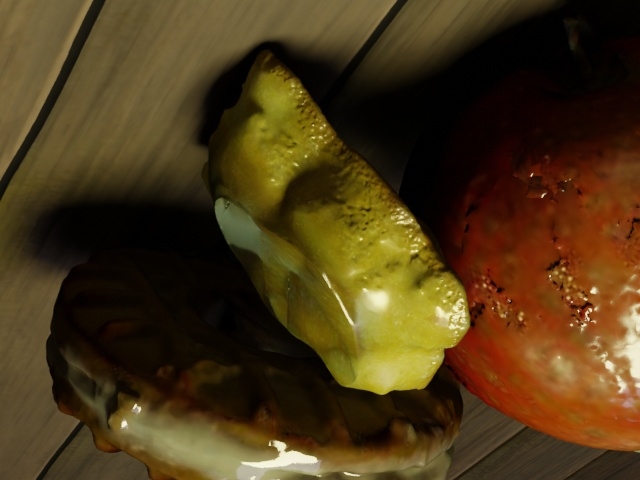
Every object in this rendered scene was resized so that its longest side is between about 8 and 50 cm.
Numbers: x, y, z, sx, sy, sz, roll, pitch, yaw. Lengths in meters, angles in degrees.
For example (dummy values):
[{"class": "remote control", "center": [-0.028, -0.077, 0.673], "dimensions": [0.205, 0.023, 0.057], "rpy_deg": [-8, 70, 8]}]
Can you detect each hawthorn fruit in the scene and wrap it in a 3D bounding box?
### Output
[{"class": "hawthorn fruit", "center": [0.198, 0.007, 1.131], "dimensions": [0.316, 0.316, 0.316], "rpy_deg": [-11, 156, -5]}]

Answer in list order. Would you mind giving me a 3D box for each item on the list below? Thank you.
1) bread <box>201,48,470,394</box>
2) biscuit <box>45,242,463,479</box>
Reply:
[{"class": "bread", "center": [0.000, 0.000, 1.082], "dimensions": [0.088, 0.233, 0.161], "rpy_deg": [-38, 165, -19]}, {"class": "biscuit", "center": [-0.047, 0.100, 1.212], "dimensions": [0.332, 0.332, 0.103], "rpy_deg": [7, 108, -37]}]
